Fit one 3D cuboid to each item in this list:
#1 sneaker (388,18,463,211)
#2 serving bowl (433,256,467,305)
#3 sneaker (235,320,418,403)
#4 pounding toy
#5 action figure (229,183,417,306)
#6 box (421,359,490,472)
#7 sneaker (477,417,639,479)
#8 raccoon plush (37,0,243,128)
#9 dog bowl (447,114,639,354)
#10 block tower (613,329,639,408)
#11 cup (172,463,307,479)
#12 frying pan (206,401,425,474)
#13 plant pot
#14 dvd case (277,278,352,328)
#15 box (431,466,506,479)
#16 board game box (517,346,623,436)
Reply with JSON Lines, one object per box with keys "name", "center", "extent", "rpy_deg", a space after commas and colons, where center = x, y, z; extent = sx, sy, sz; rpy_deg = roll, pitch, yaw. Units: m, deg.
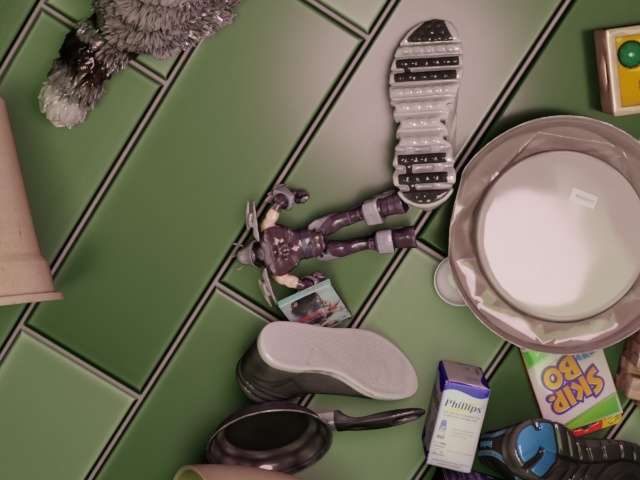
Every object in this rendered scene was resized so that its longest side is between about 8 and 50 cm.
{"name": "sneaker", "center": [0.159, -0.183, 1.792], "extent": [0.110, 0.118, 0.292], "rpy_deg": [3, 80, 12]}
{"name": "serving bowl", "center": [0.216, 0.059, 1.868], "extent": [0.083, 0.027, 0.083], "rpy_deg": [0, 100, -1]}
{"name": "sneaker", "center": [0.002, 0.203, 1.866], "extent": [0.295, 0.147, 0.105], "rpy_deg": [15, 57, -29]}
{"name": "pounding toy", "center": [0.526, -0.236, 1.786], "extent": [0.206, 0.094, 0.181], "rpy_deg": [-8, 100, 1]}
{"name": "action figure", "center": [0.000, 0.000, 1.827], "extent": [0.285, 0.099, 0.185], "rpy_deg": [-12, 107, 5]}
{"name": "box", "center": [0.207, 0.268, 1.856], "extent": [0.072, 0.126, 0.137], "rpy_deg": [13, 99, -1]}
{"name": "sneaker", "center": [0.403, 0.360, 1.886], "extent": [0.340, 0.139, 0.125], "rpy_deg": [28, 69, -22]}
{"name": "raccoon plush", "center": [-0.239, -0.317, 1.663], "extent": [0.216, 0.299, 0.446], "rpy_deg": [28, 99, -5]}
{"name": "dog bowl", "center": [0.355, -0.006, 1.790], "extent": [0.348, 0.102, 0.349], "rpy_deg": [0, 88, 3]}
{"name": "block tower", "center": [0.541, 0.098, 1.845], "extent": [0.091, 0.097, 0.336], "rpy_deg": [12, 98, -3]}
{"name": "cup", "center": [-0.070, 0.486, 1.821], "extent": [0.237, 0.331, 0.331], "rpy_deg": [-6, 101, -24]}
{"name": "frying pan", "center": [-0.027, 0.277, 1.837], "extent": [0.326, 0.053, 0.197], "rpy_deg": [-30, 136, 19]}
{"name": "plant pot", "center": [-0.548, -0.050, 1.722], "extent": [0.333, 0.334, 0.306], "rpy_deg": [-5, 88, 0]}
{"name": "dvd case", "center": [-0.007, 0.106, 1.841], "extent": [0.087, 0.119, 0.013], "rpy_deg": [-24, 57, 5]}
{"name": "box", "center": [0.273, 0.443, 1.874], "extent": [0.207, 0.153, 0.108], "rpy_deg": [17, 99, -4]}
{"name": "board game box", "center": [0.383, 0.190, 1.892], "extent": [0.124, 0.039, 0.259], "rpy_deg": [-19, 102, 4]}
